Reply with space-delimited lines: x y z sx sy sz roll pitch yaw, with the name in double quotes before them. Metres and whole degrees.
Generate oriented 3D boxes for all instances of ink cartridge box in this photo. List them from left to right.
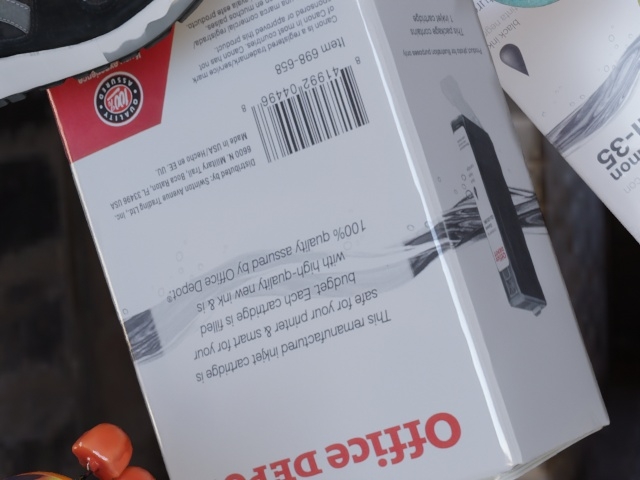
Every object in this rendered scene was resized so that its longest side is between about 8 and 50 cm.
"ink cartridge box" 0.000 0.000 0.988 0.197 0.273 0.114 -20 -5 33
"ink cartridge box" 0.244 -0.157 1.529 0.207 0.283 0.117 -42 -4 11

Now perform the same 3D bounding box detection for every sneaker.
"sneaker" -0.153 -0.136 0.906 0.283 0.124 0.107 -24 41 31

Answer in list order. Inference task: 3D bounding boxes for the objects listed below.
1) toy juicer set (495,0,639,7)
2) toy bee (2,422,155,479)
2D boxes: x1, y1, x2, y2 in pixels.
"toy juicer set" 0.097 -0.228 1.117 0.329 0.209 0.089 19 44 38
"toy bee" -0.126 0.146 0.723 0.298 0.195 0.162 14 49 9
